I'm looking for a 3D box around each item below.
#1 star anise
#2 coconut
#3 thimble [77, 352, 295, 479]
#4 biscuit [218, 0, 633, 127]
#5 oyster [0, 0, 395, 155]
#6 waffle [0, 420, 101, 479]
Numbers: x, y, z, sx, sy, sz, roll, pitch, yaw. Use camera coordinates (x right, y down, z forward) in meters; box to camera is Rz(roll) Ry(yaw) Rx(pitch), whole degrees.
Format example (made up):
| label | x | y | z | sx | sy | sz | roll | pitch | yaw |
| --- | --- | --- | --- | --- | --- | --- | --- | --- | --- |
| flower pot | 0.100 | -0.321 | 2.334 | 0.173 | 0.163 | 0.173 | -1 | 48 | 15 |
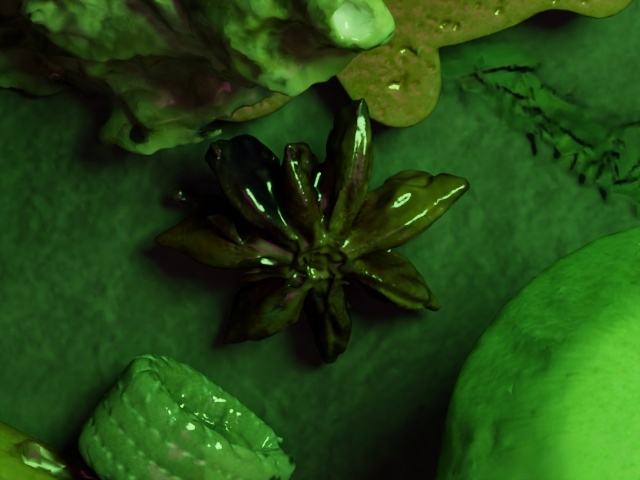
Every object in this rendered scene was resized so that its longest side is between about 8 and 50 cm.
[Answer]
| label | x | y | z | sx | sy | sz | roll | pitch | yaw |
| --- | --- | --- | --- | --- | --- | --- | --- | --- | --- |
| star anise | 0.000 | 0.000 | 0.912 | 0.167 | 0.057 | 0.168 | 4 | 125 | 6 |
| coconut | 0.204 | 0.141 | 0.851 | 0.328 | 0.328 | 0.281 | 19 | 74 | -7 |
| thimble | -0.071 | 0.113 | 0.939 | 0.110 | 0.084 | 0.062 | 36 | 103 | -9 |
| biscuit | 0.026 | -0.139 | 0.884 | 0.250 | 0.036 | 0.165 | -26 | 107 | 14 |
| oyster | -0.119 | -0.140 | 0.823 | 0.351 | 0.115 | 0.238 | 15 | 117 | 23 |
| waffle | -0.206 | 0.204 | 0.962 | 0.327 | 0.098 | 0.224 | 30 | 106 | -12 |
